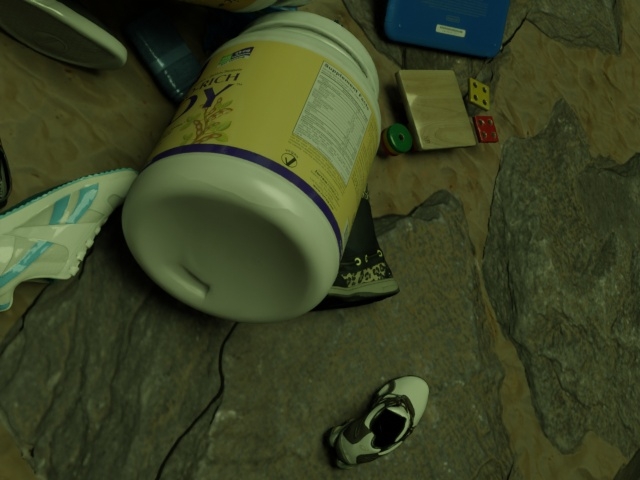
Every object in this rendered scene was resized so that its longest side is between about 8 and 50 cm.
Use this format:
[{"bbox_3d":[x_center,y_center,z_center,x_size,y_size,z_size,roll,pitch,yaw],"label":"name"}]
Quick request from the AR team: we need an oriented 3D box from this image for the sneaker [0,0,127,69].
[{"bbox_3d":[-0.334,-0.316,0.968,0.296,0.105,0.146,28,64,-24],"label":"sneaker"}]

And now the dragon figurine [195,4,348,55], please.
[{"bbox_3d":[-0.085,-0.294,1.138,0.289,0.144,0.085,34,56,-26],"label":"dragon figurine"}]

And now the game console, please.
[{"bbox_3d":[0.184,-0.466,1.496,0.293,0.173,0.250,-1,106,-39],"label":"game console"}]

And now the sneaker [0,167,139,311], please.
[{"bbox_3d":[-0.284,-0.008,0.924,0.229,0.087,0.092,-35,106,-35],"label":"sneaker"}]

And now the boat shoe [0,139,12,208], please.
[{"bbox_3d":[-0.360,-0.097,0.916,0.049,0.042,0.133,-9,79,-38],"label":"boat shoe"}]

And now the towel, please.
[{"bbox_3d":[-0.198,-0.236,1.103,0.067,0.029,0.119,-43,103,-40],"label":"towel"}]

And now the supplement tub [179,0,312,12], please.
[{"bbox_3d":[-0.140,-0.380,0.946,0.316,0.228,0.228,-1,76,-40],"label":"supplement tub"}]

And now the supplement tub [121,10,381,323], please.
[{"bbox_3d":[-0.063,-0.095,1.008,0.241,0.241,0.331,40,44,-22],"label":"supplement tub"}]

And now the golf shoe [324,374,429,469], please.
[{"bbox_3d":[0.100,0.238,1.137,0.198,0.094,0.077,-32,95,-43],"label":"golf shoe"}]

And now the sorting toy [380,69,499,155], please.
[{"bbox_3d":[0.182,-0.206,1.389,0.275,0.046,0.132,-10,81,-40],"label":"sorting toy"}]

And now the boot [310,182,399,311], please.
[{"bbox_3d":[0.000,0.001,1.146,0.236,0.085,0.178,1,72,-45],"label":"boot"}]
